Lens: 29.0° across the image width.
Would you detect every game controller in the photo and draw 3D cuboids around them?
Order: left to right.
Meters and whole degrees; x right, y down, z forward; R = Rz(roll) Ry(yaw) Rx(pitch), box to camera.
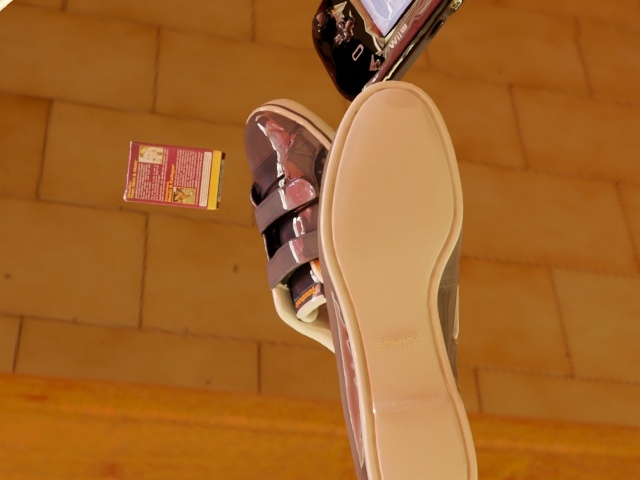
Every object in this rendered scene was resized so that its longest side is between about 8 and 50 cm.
[{"bbox_3d":[0.103,-0.275,1.137,0.067,0.319,0.166,25,27,-26],"label":"game controller"}]

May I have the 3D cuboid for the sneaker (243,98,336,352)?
[{"bbox_3d":[0.000,0.000,1.287,0.127,0.126,0.321,-29,80,-38],"label":"sneaker"}]

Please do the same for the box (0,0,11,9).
[{"bbox_3d":[-0.373,-0.273,1.288,0.231,0.056,0.183,-40,34,5],"label":"box"}]

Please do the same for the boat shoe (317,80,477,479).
[{"bbox_3d":[0.053,0.051,0.935,0.112,0.095,0.335,-2,78,-9],"label":"boat shoe"}]

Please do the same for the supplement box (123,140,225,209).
[{"bbox_3d":[-0.131,-0.058,1.116,0.083,0.043,0.055,7,92,0],"label":"supplement box"}]
